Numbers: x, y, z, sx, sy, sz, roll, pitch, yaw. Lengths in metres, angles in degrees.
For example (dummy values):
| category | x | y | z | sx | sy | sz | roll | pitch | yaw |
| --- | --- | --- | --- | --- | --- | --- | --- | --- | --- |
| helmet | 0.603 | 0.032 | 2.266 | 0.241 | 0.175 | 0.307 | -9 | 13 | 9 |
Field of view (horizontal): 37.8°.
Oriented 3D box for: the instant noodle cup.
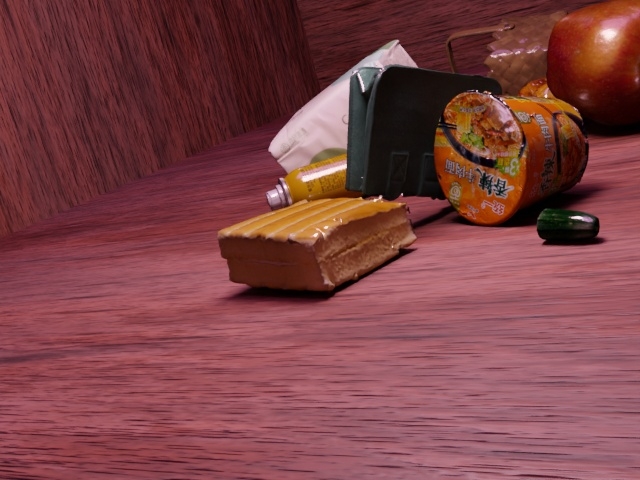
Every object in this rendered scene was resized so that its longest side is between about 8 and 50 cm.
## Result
| category | x | y | z | sx | sy | sz | roll | pitch | yaw |
| --- | --- | --- | --- | --- | --- | --- | --- | --- | --- |
| instant noodle cup | 0.337 | -0.151 | 1.608 | 0.182 | 0.230 | 0.230 | -12 | 9 | -31 |

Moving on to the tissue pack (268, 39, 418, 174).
| category | x | y | z | sx | sy | sz | roll | pitch | yaw |
| --- | --- | --- | --- | --- | --- | --- | --- | --- | --- |
| tissue pack | 0.080 | -0.293 | 2.232 | 0.356 | 0.194 | 0.266 | -36 | 9 | 26 |

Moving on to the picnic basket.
| category | x | y | z | sx | sy | sz | roll | pitch | yaw |
| --- | --- | --- | --- | --- | --- | --- | --- | --- | --- |
| picnic basket | 0.511 | -0.459 | 2.504 | 0.321 | 0.254 | 0.291 | -4 | 33 | 30 |

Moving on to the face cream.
| category | x | y | z | sx | sy | sz | roll | pitch | yaw |
| --- | --- | --- | --- | --- | --- | --- | --- | --- | --- |
| face cream | 0.048 | -0.137 | 2.076 | 0.349 | 0.105 | 0.105 | -18 | 14 | -9 |

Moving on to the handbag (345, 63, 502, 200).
| category | x | y | z | sx | sy | sz | roll | pitch | yaw |
| --- | --- | --- | --- | --- | --- | --- | --- | --- | --- |
| handbag | 0.188 | -0.189 | 1.693 | 0.326 | 0.238 | 0.089 | 0 | 9 | -39 |

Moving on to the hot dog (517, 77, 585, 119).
| category | x | y | z | sx | sy | sz | roll | pitch | yaw |
| --- | --- | --- | --- | --- | --- | --- | --- | --- | --- |
| hot dog | 0.653 | -0.355 | 2.258 | 0.349 | 0.117 | 0.158 | -16 | 19 | -8 |

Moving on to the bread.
| category | x | y | z | sx | sy | sz | roll | pitch | yaw |
| --- | --- | --- | --- | --- | --- | --- | --- | --- | --- |
| bread | 0.000 | 0.000 | 1.563 | 0.239 | 0.111 | 0.246 | 3 | 19 | 44 |

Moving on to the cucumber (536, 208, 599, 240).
| category | x | y | z | sx | sy | sz | roll | pitch | yaw |
| --- | --- | --- | --- | --- | --- | --- | --- | --- | --- |
| cucumber | 0.368 | -0.023 | 1.373 | 0.048 | 0.048 | 0.105 | -25 | 17 | -36 |

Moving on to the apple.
| category | x | y | z | sx | sy | sz | roll | pitch | yaw |
| --- | --- | --- | --- | --- | --- | --- | --- | --- | --- |
| apple | 0.645 | -0.382 | 2.008 | 0.288 | 0.288 | 0.317 | -22 | 25 | -24 |
